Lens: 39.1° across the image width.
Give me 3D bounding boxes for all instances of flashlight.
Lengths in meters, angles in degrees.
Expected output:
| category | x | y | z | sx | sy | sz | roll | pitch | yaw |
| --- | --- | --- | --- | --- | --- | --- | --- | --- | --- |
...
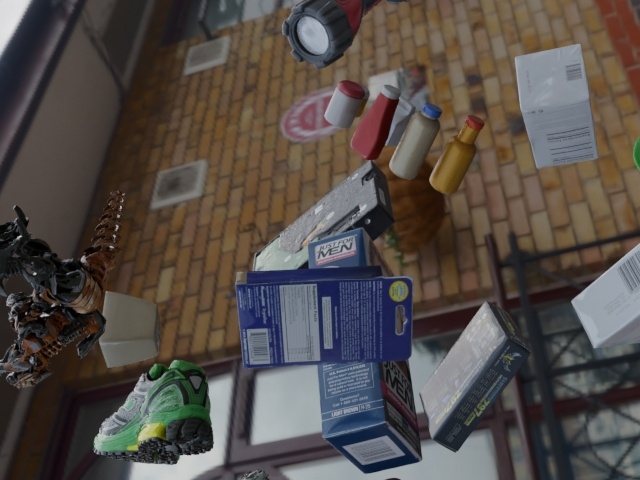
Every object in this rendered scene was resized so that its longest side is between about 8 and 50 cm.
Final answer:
| category | x | y | z | sx | sy | sz | roll | pitch | yaw |
| --- | --- | --- | --- | --- | --- | --- | --- | --- | --- |
| flashlight | 0.067 | -0.372 | 1.414 | 0.304 | 0.103 | 0.103 | -41 | -67 | -41 |

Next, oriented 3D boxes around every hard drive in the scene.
| category | x | y | z | sx | sy | sz | roll | pitch | yaw |
| --- | --- | --- | --- | --- | --- | --- | --- | --- | --- |
| hard drive | 0.000 | 0.000 | 1.831 | 0.064 | 0.339 | 0.237 | 46 | -163 | -20 |

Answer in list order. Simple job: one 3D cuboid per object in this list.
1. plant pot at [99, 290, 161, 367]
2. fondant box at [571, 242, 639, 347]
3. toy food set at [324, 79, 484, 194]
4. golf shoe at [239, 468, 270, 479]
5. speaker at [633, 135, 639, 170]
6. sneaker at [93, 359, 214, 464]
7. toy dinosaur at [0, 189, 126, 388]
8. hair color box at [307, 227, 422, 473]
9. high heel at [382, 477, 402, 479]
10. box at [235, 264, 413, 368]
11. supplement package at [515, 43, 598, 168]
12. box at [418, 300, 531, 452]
| category | x | y | z | sx | sy | sz | roll | pitch | yaw |
| --- | --- | --- | --- | --- | --- | --- | --- | --- | --- |
| plant pot | -0.352 | 0.167 | 1.687 | 0.109 | 0.096 | 0.109 | 94 | 175 | -55 |
| fondant box | 0.616 | 0.069 | 1.480 | 0.331 | 0.238 | 0.096 | -1 | -124 | -30 |
| toy food set | 0.098 | -0.166 | 1.182 | 0.111 | 0.104 | 0.232 | -5 | -140 | -41 |
| golf shoe | -0.131 | 0.441 | 1.300 | 0.105 | 0.272 | 0.120 | 42 | -143 | 17 |
| speaker | 0.787 | -0.192 | 1.975 | 0.297 | 0.131 | 0.131 | -8 | -97 | -53 |
| sneaker | -0.269 | 0.290 | 1.495 | 0.134 | 0.344 | 0.146 | 18 | -119 | -31 |
| toy dinosaur | -0.407 | 0.064 | 1.371 | 0.218 | 0.164 | 0.321 | 35 | -110 | -26 |
| hair color box | 0.069 | 0.172 | 1.435 | 0.174 | 0.105 | 0.347 | 53 | -155 | -50 |
| high heel | 0.104 | 0.401 | 1.173 | 0.244 | 0.082 | 0.117 | 85 | 160 | -50 |
| box | 0.007 | 0.100 | 1.179 | 0.036 | 0.226 | 0.136 | -91 | -1 | -61 |
| supplement package | 0.495 | -0.273 | 1.877 | 0.244 | 0.134 | 0.139 | 50 | -144 | -59 |
| box | 0.275 | 0.243 | 1.635 | 0.059 | 0.232 | 0.183 | 31 | -167 | -9 |
